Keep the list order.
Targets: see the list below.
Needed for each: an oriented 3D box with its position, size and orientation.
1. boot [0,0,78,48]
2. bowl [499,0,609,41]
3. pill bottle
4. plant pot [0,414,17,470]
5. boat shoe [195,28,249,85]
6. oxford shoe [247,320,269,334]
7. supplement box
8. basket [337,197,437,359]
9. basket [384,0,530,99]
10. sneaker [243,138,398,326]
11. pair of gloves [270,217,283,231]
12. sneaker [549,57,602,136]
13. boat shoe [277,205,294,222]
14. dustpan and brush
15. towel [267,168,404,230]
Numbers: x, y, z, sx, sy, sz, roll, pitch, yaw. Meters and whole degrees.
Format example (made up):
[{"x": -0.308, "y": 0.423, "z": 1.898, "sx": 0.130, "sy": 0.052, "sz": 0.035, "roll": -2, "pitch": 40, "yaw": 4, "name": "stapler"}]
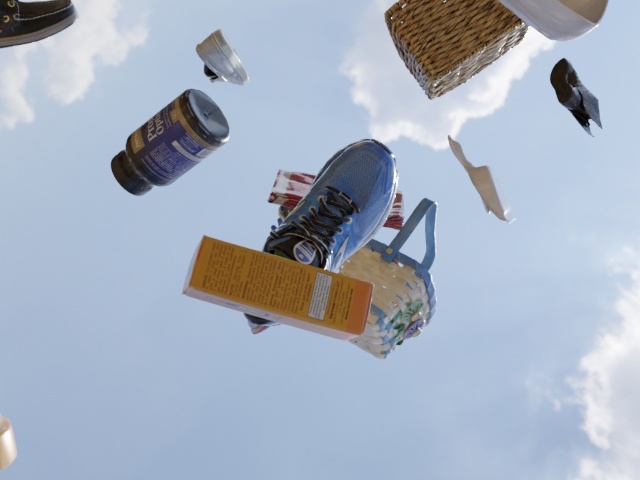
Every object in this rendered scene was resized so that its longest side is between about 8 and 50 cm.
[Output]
[{"x": -0.752, "y": -0.575, "z": 1.957, "sx": 0.378, "sy": 0.284, "sz": 0.138, "roll": -12, "pitch": -150, "yaw": -10, "name": "boot"}, {"x": 0.250, "y": -0.286, "z": 0.996, "sx": 0.053, "sy": 0.142, "sz": 0.142, "roll": -50, "pitch": -175, "yaw": 41, "name": "bowl"}, {"x": -0.287, "y": -0.178, "z": 1.664, "sx": 0.219, "sy": 0.123, "sz": 0.122, "roll": -33, "pitch": -148, "yaw": 23, "name": "pill bottle"}, {"x": -0.589, "y": 0.265, "z": 1.363, "sx": 0.205, "sy": 0.187, "sz": 0.205, "roll": -7, "pitch": -173, "yaw": 1, "name": "plant pot"}, {"x": -0.212, "y": -0.376, "z": 1.865, "sx": 0.081, "sy": 0.079, "sz": 0.227, "roll": -26, "pitch": 169, "yaw": 3, "name": "boat shoe"}, {"x": -0.126, "y": 0.125, "z": 2.248, "sx": 0.123, "sy": 0.130, "sz": 0.348, "roll": -42, "pitch": 173, "yaw": -39, "name": "oxford shoe"}, {"x": -0.055, "y": 0.063, "z": 1.144, "sx": 0.078, "sy": 0.234, "sz": 0.080, "roll": 144, "pitch": -41, "yaw": -70, "name": "supplement box"}, {"x": 0.150, "y": 0.079, "z": 1.785, "sx": 0.201, "sy": 0.254, "sz": 0.289, "roll": 25, "pitch": -114, "yaw": 22, "name": "basket"}, {"x": 0.334, "y": -0.524, "z": 2.185, "sx": 0.299, "sy": 0.223, "sz": 0.213, "roll": -34, "pitch": 171, "yaw": 1, "name": "basket"}, {"x": 0.000, "y": 0.000, "z": 1.273, "sx": 0.330, "sy": 0.130, "sz": 0.147, "roll": -55, "pitch": -179, "yaw": 7, "name": "sneaker"}, {"x": -0.014, "y": -0.013, "z": 2.099, "sx": 0.198, "sy": 0.159, "sz": 0.023, "roll": 1, "pitch": -114, "yaw": 10, "name": "pair of gloves"}, {"x": 0.505, "y": -0.284, "z": 1.737, "sx": 0.051, "sy": 0.089, "sz": 0.170, "roll": -44, "pitch": -153, "yaw": 37, "name": "sneaker"}, {"x": -0.032, "y": -0.039, "z": 2.301, "sx": 0.233, "sy": 0.084, "sz": 0.079, "roll": 52, "pitch": -46, "yaw": 32, "name": "boat shoe"}, {"x": 0.322, "y": -0.126, "z": 1.791, "sx": 0.060, "sy": 0.211, "sz": 0.147, "roll": -23, "pitch": 179, "yaw": 19, "name": "dustpan and brush"}, {"x": 0.045, "y": -0.111, "z": 2.176, "sx": 0.237, "sy": 0.329, "sz": 0.037, "roll": -80, "pitch": -179, "yaw": -69, "name": "towel"}]
